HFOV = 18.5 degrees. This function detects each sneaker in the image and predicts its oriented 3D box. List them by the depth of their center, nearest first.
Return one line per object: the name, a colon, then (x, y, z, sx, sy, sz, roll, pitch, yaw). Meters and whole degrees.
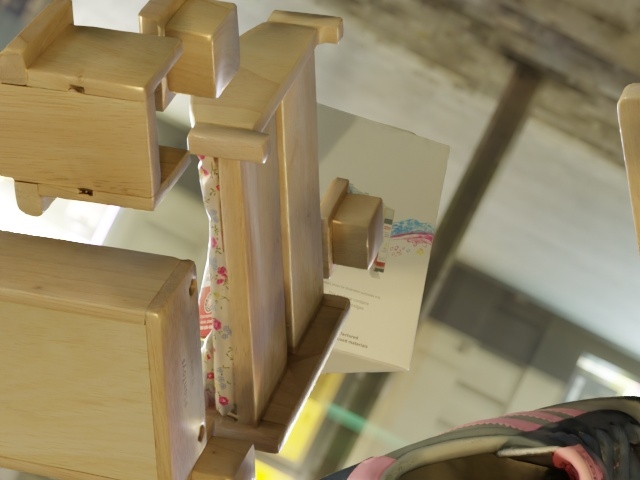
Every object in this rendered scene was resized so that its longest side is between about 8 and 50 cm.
sneaker: (0.105, 0.128, 0.896, 0.319, 0.112, 0.131, -14, 167, -44)

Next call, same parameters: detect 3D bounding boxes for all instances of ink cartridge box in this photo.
ink cartridge box: (0.000, 0.000, 1.462, 0.127, 0.176, 0.128, 17, 167, -26)

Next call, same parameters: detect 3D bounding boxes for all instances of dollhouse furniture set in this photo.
dollhouse furniture set: (-0.097, -0.043, 1.012, 0.173, 0.303, 0.355, 9, -146, 15)

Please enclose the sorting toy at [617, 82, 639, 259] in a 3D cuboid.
sorting toy: (0.378, -0.025, 1.516, 0.255, 0.089, 0.257, 0, 124, 22)
